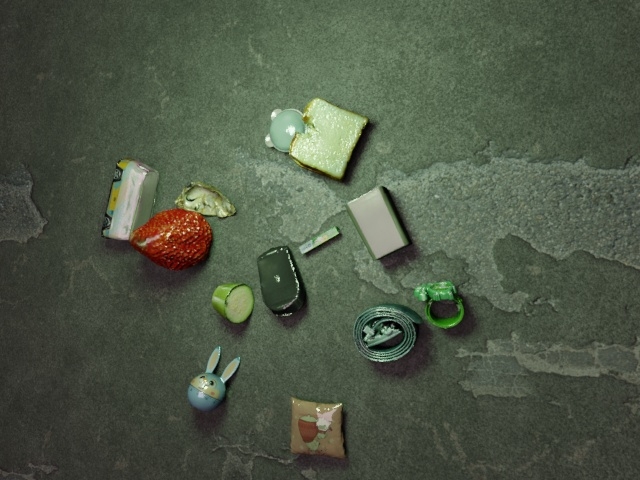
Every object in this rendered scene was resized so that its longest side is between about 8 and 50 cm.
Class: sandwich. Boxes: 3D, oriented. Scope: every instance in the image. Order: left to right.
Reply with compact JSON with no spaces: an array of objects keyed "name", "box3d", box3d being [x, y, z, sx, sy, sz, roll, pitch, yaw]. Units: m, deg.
[{"name":"sandwich","box3d":[0.023,-0.391,1.764,0.249,0.095,0.273,22,96,-9]}]

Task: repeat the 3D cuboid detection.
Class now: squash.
[{"name":"squash","box3d":[-0.374,0.253,1.910,0.123,0.170,0.170,13,93,32]}]

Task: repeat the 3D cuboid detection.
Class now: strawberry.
[{"name":"strawberry","box3d":[-0.643,0.003,1.912,0.313,0.351,0.266,-7,94,14]}]

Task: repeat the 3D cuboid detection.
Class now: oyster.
[{"name":"oyster","box3d":[-0.499,-0.171,2.013,0.295,0.094,0.166,22,115,10]}]

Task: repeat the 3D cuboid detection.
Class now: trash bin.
[{"name":"trash bin","box3d":[0.220,-0.061,1.720,0.164,0.122,0.240,-26,82,18]}]

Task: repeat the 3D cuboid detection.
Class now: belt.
[{"name":"belt","box3d":[0.254,0.337,1.696,0.268,0.116,0.206,-18,85,21]}]

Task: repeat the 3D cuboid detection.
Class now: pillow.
[{"name":"pillow","box3d":[-0.014,0.739,1.797,0.237,0.084,0.223,0,88,17]}]

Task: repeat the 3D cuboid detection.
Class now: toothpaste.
[{"name":"toothpaste","box3d":[0.000,0.000,1.837,0.179,0.043,0.037,-30,81,17]}]

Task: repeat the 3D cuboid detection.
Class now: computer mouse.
[{"name":"computer mouse","box3d":[-0.158,0.168,1.871,0.169,0.087,0.295,-21,69,15]}]

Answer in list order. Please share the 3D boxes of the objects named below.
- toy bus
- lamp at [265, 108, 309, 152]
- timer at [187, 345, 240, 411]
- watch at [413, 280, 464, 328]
[{"name":"toy bus","box3d":[-0.863,-0.179,2.102,0.163,0.171,0.385,14,93,10]},{"name":"lamp","box3d":[-0.110,-0.444,1.857,0.246,0.108,0.179,16,98,19]},{"name":"timer","box3d":[-0.464,0.598,1.928,0.176,0.175,0.255,24,95,19]},{"name":"watch","box3d":[0.429,0.232,1.646,0.166,0.131,0.151,-10,103,15]}]
